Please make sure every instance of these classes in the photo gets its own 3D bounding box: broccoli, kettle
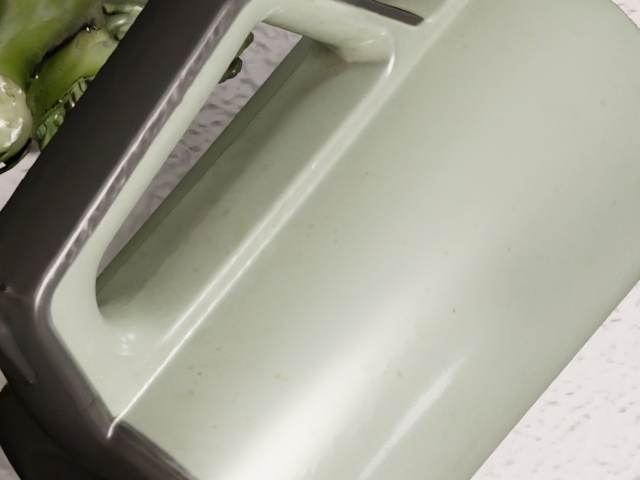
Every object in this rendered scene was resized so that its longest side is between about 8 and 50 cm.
[{"bbox_3d":[-0.131,-0.104,1.051,0.198,0.177,0.275,8,25,-19],"label":"broccoli"},{"bbox_3d":[0.000,0.000,1.014,0.250,0.361,0.376,22,60,36],"label":"kettle"}]
